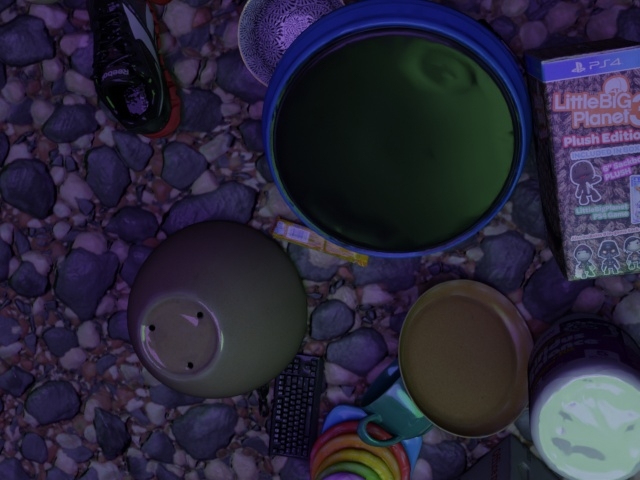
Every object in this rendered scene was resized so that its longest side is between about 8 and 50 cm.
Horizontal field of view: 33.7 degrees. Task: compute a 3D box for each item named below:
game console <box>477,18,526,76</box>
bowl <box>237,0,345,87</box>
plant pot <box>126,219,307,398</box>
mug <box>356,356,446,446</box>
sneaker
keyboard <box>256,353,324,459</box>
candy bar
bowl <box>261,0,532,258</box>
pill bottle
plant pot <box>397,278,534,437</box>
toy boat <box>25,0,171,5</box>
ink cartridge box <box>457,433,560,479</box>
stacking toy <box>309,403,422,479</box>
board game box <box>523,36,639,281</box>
[{"bbox_3d":[0.220,-0.241,1.518,0.122,0.071,0.107,-39,94,17],"label":"game console"},{"bbox_3d":[-0.029,-0.302,1.545,0.170,0.080,0.170,3,104,10],"label":"bowl"},{"bbox_3d":[-0.181,0.121,1.607,0.284,0.191,0.284,2,100,14],"label":"plant pot"},{"bbox_3d":[0.130,0.251,1.618,0.097,0.129,0.158,44,94,-4],"label":"mug"},{"bbox_3d":[-0.292,-0.281,1.572,0.098,0.135,0.276,-15,99,16],"label":"sneaker"},{"bbox_3d":[-0.056,0.267,1.717,0.108,0.023,0.180,8,104,9],"label":"keyboard"},{"bbox_3d":[0.000,0.000,1.644,0.162,0.018,0.040,17,102,7],"label":"candy bar"},{"bbox_3d":[0.107,-0.147,1.505,0.391,0.077,0.391,2,119,4],"label":"bowl"},{"bbox_3d":[0.374,0.203,1.474,0.169,0.301,0.169,2,104,9],"label":"pill bottle"},{"bbox_3d":[0.215,0.176,1.576,0.236,0.032,0.236,5,76,-22],"label":"plant pot"},{"bbox_3d":[-0.336,-0.439,1.486,0.318,0.148,0.267,37,93,28],"label":"toy boat"},{"bbox_3d":[0.225,0.473,1.608,0.129,0.223,0.307,43,107,-2],"label":"ink cartridge box"},{"bbox_3d":[0.045,0.386,1.580,0.166,0.302,0.175,17,106,6],"label":"stacking toy"},{"bbox_3d":[0.373,-0.118,1.430,0.141,0.232,0.291,-8,101,7],"label":"board game box"}]
